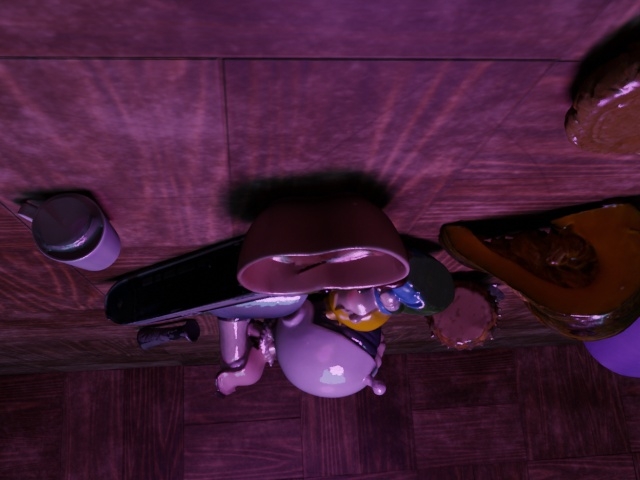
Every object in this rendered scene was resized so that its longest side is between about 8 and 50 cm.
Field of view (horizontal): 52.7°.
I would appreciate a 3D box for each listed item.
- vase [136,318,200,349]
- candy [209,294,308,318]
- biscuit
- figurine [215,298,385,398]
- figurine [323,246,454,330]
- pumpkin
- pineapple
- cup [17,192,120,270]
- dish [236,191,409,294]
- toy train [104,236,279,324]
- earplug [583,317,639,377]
[{"bbox_3d":[-0.378,0.234,1.609,0.167,0.059,0.059,-13,162,31],"label":"vase"},{"bbox_3d":[-0.117,0.105,1.162,0.174,0.071,0.138,0,165,-14],"label":"candy"},{"bbox_3d":[0.303,-0.119,0.493,0.226,0.042,0.226,-5,165,-1],"label":"biscuit"},{"bbox_3d":[-0.036,0.231,1.381,0.361,0.211,0.253,-6,165,12],"label":"figurine"},{"bbox_3d":[0.078,0.077,1.035,0.234,0.127,0.185,-3,164,41],"label":"figurine"},{"bbox_3d":[0.327,0.009,0.900,0.280,0.190,0.139,37,180,22],"label":"pumpkin"},{"bbox_3d":[0.306,0.150,1.344,0.170,0.141,0.310,-32,167,9],"label":"pineapple"},{"bbox_3d":[-0.283,-0.010,0.729,0.104,0.074,0.116,21,168,-1],"label":"cup"},{"bbox_3d":[0.000,0.000,0.774,0.213,0.090,0.213,-4,162,-1],"label":"dish"},{"bbox_3d":[-0.192,0.070,1.004,0.407,0.086,0.088,-15,167,38],"label":"toy train"},{"bbox_3d":[0.590,0.103,1.093,0.215,0.215,0.456,-6,162,9],"label":"earplug"}]
